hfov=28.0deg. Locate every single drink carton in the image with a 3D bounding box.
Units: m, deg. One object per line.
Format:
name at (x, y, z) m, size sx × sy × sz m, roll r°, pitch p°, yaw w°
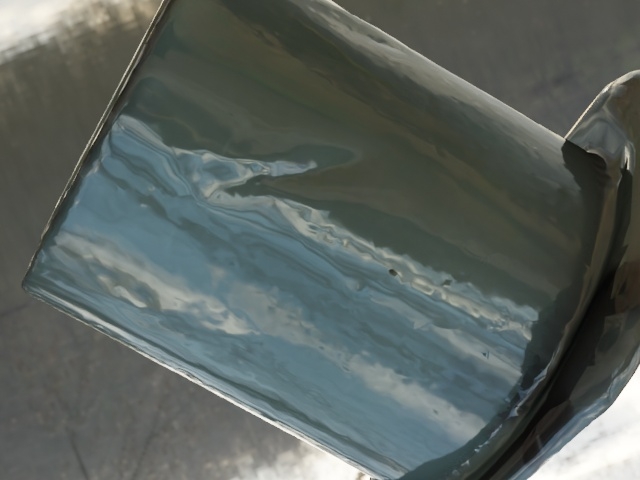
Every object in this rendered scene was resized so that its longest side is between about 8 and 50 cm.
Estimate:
drink carton at (0.000, 0.000, 0.489) m, size 0.191 × 0.190 × 0.185 m, roll -53°, pitch -164°, yaw 42°
